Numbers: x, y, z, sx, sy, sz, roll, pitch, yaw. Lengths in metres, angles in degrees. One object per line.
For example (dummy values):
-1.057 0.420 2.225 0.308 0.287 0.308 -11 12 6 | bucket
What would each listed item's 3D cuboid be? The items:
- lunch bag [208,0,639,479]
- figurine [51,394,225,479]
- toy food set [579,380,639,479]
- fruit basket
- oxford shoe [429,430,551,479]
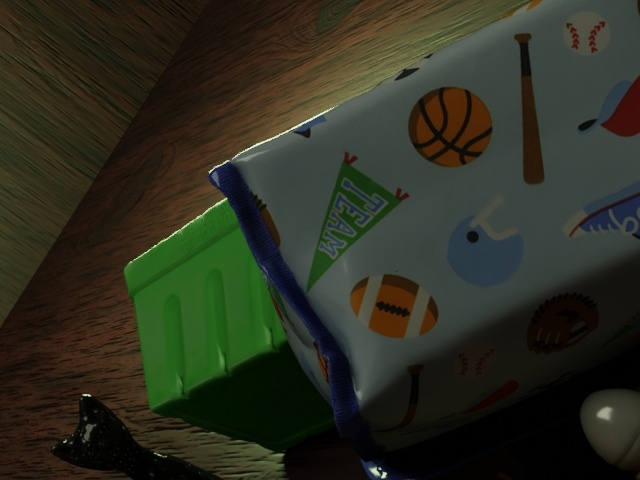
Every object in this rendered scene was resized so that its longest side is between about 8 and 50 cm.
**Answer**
0.132 0.015 1.175 0.328 0.239 0.385 -25 -14 -2 | lunch bag
-0.216 0.297 1.703 0.215 0.209 0.092 -58 19 -13 | figurine
0.144 0.205 1.039 0.306 0.092 0.220 -50 -8 -21 | toy food set
0.000 0.000 1.698 0.392 0.283 0.392 -37 42 43 | fruit basket
0.101 0.215 1.247 0.133 0.130 0.364 -31 28 34 | oxford shoe
